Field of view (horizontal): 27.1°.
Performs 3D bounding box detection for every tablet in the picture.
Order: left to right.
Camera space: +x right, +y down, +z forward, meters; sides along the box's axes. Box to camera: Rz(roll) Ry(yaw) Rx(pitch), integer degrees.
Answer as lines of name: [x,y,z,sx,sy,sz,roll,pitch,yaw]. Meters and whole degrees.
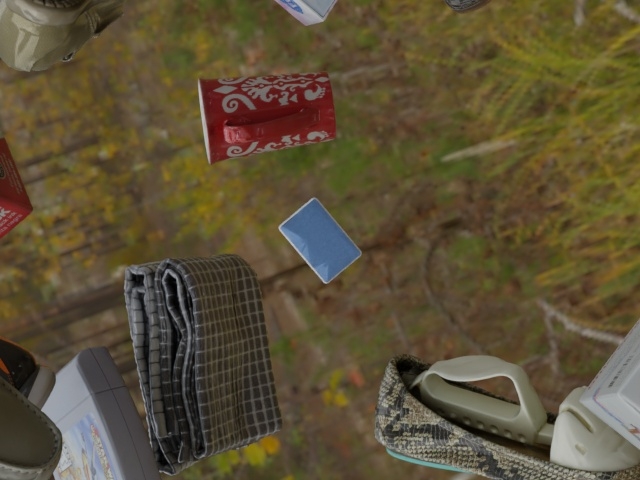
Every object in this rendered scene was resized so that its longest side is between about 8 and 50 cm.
tablet: [0.000,0.000,1.450,0.083,0.054,0.006,50,-178,-8]

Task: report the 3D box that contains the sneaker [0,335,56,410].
sneaker: [-0.435,0.219,1.451,0.180,0.321,0.124,37,131,-14]

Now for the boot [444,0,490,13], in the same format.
boot: [0.126,-0.297,1.367,0.106,0.082,0.219,37,-179,-18]

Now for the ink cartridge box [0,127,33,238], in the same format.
ink cartridge box: [-0.434,-0.108,1.289,0.273,0.114,0.197,27,-149,-57]

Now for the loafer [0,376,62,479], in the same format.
loafer: [-0.351,0.113,1.120,0.111,0.319,0.112,-42,28,34]

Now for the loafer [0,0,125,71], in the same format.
loafer: [-0.265,-0.237,1.337,0.102,0.092,0.268,33,-159,0]

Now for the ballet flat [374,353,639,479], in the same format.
ballet flat: [0.274,0.257,1.770,0.483,0.164,0.182,16,116,35]

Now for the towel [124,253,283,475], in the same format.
towel: [-0.156,0.161,1.818,0.235,0.121,0.283,-5,-94,-71]

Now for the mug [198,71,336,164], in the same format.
mug: [-0.066,-0.152,1.724,0.113,0.169,0.150,89,170,-46]

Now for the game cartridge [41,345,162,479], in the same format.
game cartridge: [-0.265,0.291,1.635,0.198,0.062,0.297,-42,65,55]

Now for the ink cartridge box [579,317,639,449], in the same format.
ink cartridge box: [0.353,0.143,1.293,0.127,0.128,0.176,38,174,4]

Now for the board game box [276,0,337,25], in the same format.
board game box: [-0.039,-0.456,1.440,0.318,0.318,0.066,38,171,-18]
